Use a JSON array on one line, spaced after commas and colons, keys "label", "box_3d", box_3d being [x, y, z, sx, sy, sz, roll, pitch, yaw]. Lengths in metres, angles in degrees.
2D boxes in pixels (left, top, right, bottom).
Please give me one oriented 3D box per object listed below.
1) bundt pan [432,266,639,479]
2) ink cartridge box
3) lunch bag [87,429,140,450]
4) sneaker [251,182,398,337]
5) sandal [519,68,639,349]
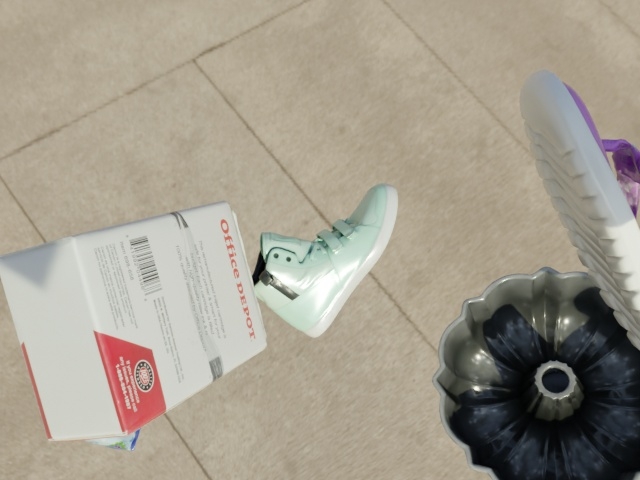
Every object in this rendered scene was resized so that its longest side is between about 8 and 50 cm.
[{"label": "bundt pan", "box_3d": [0.330, 0.213, 1.029, 0.331, 0.124, 0.330, -6, 64, 12]}, {"label": "ink cartridge box", "box_3d": [-0.191, 0.076, 0.811, 0.114, 0.273, 0.196, -12, 94, 28]}, {"label": "lunch bag", "box_3d": [-0.376, 0.278, 1.185, 0.129, 0.151, 0.096, 35, 63, -36]}, {"label": "sneaker", "box_3d": [0.000, 0.000, 1.052, 0.151, 0.094, 0.255, 33, 88, -19]}, {"label": "sandal", "box_3d": [0.326, -0.008, 0.748, 0.102, 0.169, 0.416, -31, 111, 5]}]
